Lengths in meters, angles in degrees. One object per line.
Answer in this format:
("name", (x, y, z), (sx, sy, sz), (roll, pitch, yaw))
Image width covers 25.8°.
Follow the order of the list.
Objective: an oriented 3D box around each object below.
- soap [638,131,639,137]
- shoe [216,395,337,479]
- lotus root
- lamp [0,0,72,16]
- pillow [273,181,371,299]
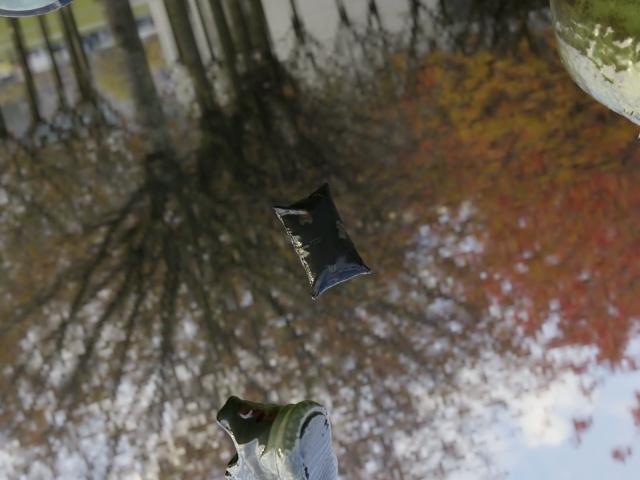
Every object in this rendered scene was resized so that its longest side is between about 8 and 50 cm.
("soap", (0.505, -0.154, 1.720), (0.203, 0.122, 0.065), (19, -168, 15))
("shoe", (-0.048, 0.240, 1.491), (0.112, 0.228, 0.099), (19, -129, 17))
("lotus root", (0.288, -0.180, 1.165), (0.173, 0.173, 0.309), (-21, -150, -23))
("lamp", (-0.332, -0.380, 1.554), (0.374, 0.272, 0.205), (-1, 139, -43))
("pillow", (0.000, 0.000, 2.034), (0.090, 0.150, 0.048), (-27, 176, 18))
